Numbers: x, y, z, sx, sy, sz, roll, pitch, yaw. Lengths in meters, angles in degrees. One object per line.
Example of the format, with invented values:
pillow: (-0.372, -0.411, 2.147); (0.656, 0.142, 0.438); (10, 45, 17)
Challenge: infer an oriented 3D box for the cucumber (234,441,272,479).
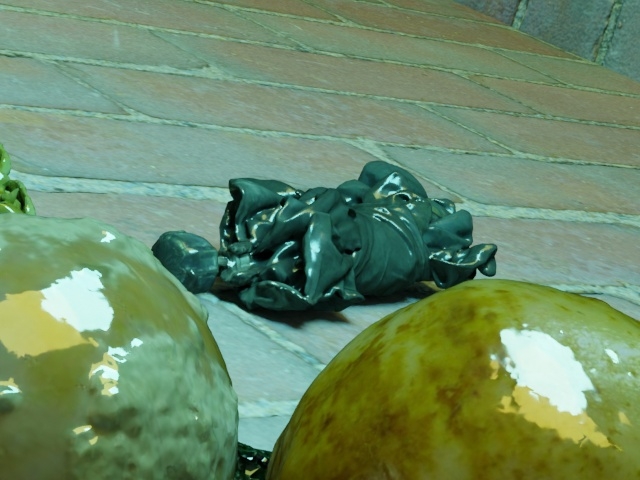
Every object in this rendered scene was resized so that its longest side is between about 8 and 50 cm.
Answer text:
cucumber: (-0.055, 0.130, 1.057); (0.256, 0.043, 0.044); (16, 10, -3)

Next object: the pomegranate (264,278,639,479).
pomegranate: (0.095, 0.131, 0.882); (0.248, 0.248, 0.248); (17, 15, -4)

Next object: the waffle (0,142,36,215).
waffle: (-0.326, -0.040, 1.300); (0.297, 0.073, 0.317); (10, 17, -30)

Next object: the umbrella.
umbrella: (0.002, -0.001, 1.505); (0.143, 0.094, 0.348); (23, 17, 37)

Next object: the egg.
egg: (-0.132, 0.088, 0.827); (0.203, 0.203, 0.245); (21, 4, 13)
